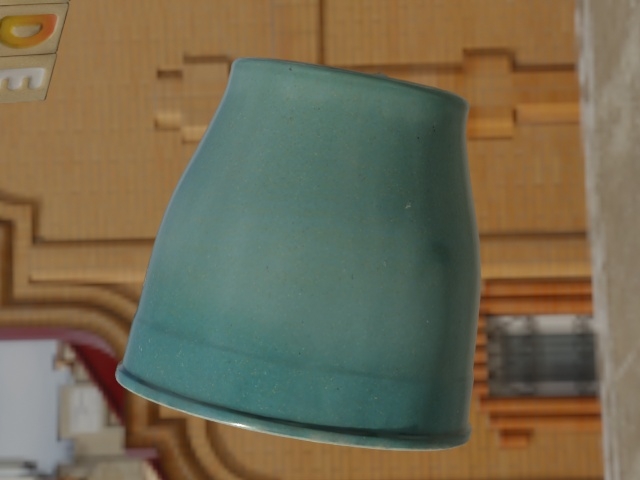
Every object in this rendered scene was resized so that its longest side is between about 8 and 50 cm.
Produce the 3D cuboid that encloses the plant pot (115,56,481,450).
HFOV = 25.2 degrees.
[{"bbox_3d":[0.000,0.000,1.078,0.271,0.271,0.255,-57,-24,-87],"label":"plant pot"}]

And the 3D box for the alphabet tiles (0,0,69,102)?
[{"bbox_3d":[-0.214,-0.111,0.680,0.009,0.198,0.237,67,150,27],"label":"alphabet tiles"}]
